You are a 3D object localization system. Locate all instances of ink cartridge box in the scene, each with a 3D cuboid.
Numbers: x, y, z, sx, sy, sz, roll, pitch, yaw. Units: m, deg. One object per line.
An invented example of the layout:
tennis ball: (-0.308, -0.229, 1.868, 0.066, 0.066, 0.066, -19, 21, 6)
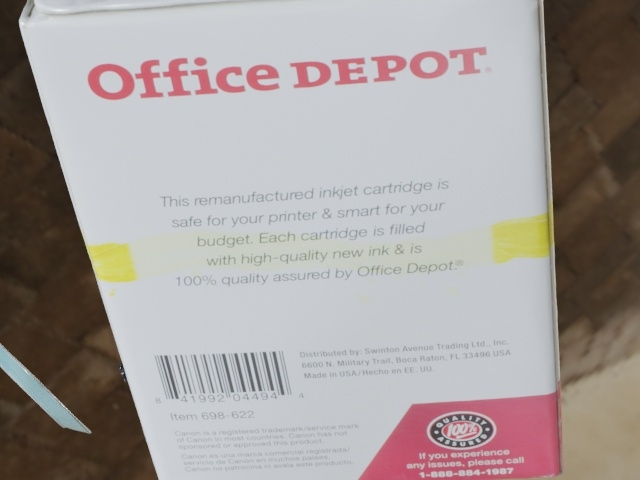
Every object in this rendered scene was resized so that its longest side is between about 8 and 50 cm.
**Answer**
ink cartridge box: (0.006, -0.028, 0.906, 0.279, 0.160, 0.385, -3, 130, 8)

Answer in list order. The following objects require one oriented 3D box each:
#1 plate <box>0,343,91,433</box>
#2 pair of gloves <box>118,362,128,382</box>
plate: (-0.381, 0.199, 1.925, 0.024, 0.188, 0.188, -45, 151, -12)
pair of gloves: (-0.139, 0.130, 1.260, 0.010, 0.083, 0.074, -50, 173, 11)
